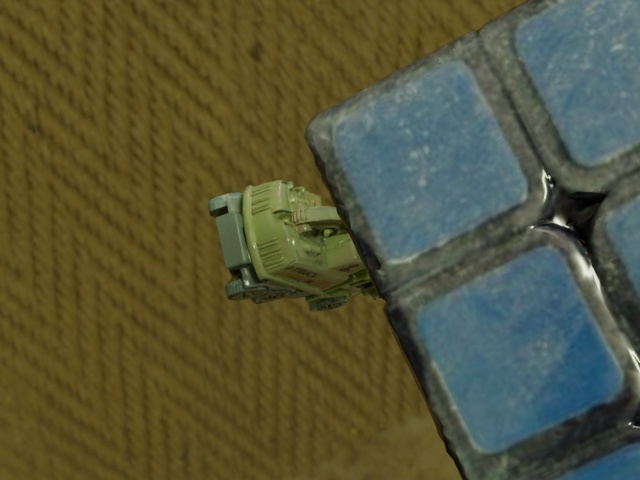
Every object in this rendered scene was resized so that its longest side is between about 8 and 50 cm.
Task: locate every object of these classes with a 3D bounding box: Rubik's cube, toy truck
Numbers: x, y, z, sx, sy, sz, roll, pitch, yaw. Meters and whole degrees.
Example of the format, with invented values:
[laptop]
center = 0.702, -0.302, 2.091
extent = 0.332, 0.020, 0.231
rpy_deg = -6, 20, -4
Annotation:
[Rubik's cube]
center = 0.214, 0.016, 0.694
extent = 0.305, 0.303, 0.301
rpy_deg = -26, 79, 12
[toy truck]
center = 0.000, 0.000, 1.042
extent = 0.116, 0.085, 0.191
rpy_deg = -18, 164, 28
